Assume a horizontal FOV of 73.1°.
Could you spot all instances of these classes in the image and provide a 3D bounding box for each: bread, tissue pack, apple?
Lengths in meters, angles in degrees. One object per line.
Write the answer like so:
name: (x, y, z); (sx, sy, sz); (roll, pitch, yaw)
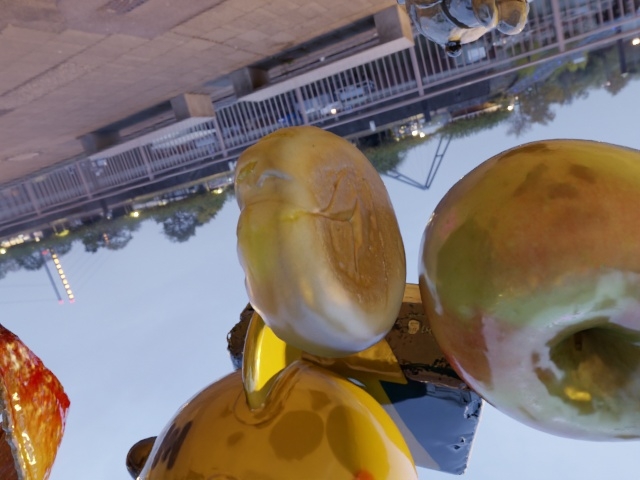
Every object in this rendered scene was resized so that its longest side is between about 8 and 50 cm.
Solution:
bread: (0.000, 0.000, 0.405); (0.105, 0.213, 0.213); (-23, -176, 40)
tissue pack: (0.073, 0.220, 0.794); (0.418, 0.263, 0.253); (7, -144, 17)
apple: (0.269, 0.042, 0.485); (0.320, 0.318, 0.277); (-12, -158, 21)

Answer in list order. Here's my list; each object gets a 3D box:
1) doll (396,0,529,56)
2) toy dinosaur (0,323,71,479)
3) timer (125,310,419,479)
doll: (0.327, -0.587, 0.889); (0.253, 0.378, 0.382); (17, -161, -18)
toy dinosaur: (-0.311, 0.188, 0.334); (0.328, 0.113, 0.206); (-21, -138, 39)
timer: (-0.062, 0.285, 0.491); (0.377, 0.386, 0.375); (-9, -138, 9)
